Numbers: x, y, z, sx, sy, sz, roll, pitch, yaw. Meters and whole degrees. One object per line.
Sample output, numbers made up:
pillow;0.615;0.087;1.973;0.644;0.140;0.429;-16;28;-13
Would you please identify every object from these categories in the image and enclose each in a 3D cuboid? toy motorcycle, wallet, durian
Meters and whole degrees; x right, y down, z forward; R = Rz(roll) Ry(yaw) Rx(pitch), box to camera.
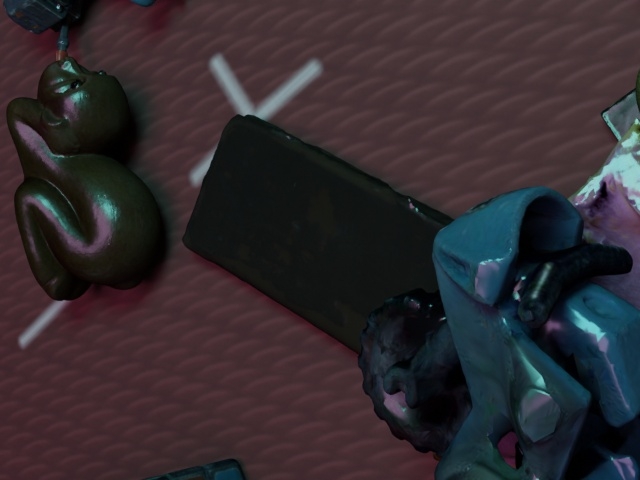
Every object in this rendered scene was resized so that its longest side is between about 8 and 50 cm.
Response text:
toy motorcycle;-0.249;-0.312;1.068;0.272;0.123;0.182;-24;56;27
toy motorcycle;0.194;0.115;0.628;0.416;0.172;0.232;32;123;33
wallet;0.000;0.000;0.947;0.309;0.042;0.165;30;106;30
durian;0.212;0.086;0.783;0.191;0.112;0.341;44;119;15

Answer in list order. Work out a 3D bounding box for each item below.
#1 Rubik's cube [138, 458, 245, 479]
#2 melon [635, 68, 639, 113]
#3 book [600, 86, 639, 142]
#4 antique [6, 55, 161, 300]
Rubik's cube;-0.216;0.405;0.929;0.287;0.292;0.293;-29;77;27
melon;0.301;-0.083;0.702;0.099;0.099;0.162;-48;68;22
book;0.352;-0.104;0.742;0.228;0.024;0.160;-38;70;25
antique;-0.253;-0.070;1.059;0.143;0.121;0.257;-12;84;28
